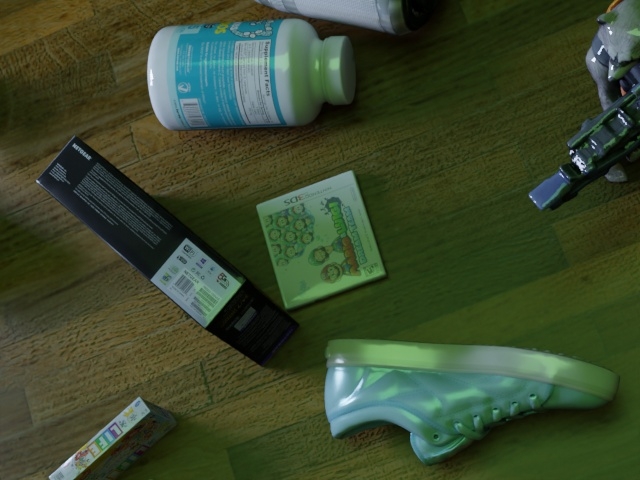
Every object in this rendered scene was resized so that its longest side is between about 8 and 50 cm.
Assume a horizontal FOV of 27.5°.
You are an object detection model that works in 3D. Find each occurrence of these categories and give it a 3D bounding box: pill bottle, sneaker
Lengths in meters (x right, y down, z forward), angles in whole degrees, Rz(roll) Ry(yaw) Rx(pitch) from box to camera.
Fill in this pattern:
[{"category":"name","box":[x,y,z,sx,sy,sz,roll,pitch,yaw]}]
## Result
[{"category":"pill bottle","box":[-0.090,-0.225,1.775,0.264,0.146,0.146,-1,74,14]},{"category":"sneaker","box":[0.178,0.203,1.595,0.366,0.135,0.150,1,81,24]}]

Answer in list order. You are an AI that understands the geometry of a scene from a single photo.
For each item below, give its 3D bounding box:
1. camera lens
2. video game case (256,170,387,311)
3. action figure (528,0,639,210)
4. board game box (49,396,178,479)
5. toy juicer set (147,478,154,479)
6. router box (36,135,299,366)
[{"category":"camera lens","box":[0.033,-0.402,1.757,0.274,0.219,0.219,15,78,18]},{"category":"video game case","box":[0.000,0.000,1.752,0.143,0.019,0.157,-20,70,8]},{"category":"action figure","box":[0.353,-0.181,1.545,0.341,0.330,0.178,-38,70,1]},{"category":"board game box","box":[-0.266,0.271,1.694,0.154,0.103,0.026,-42,68,0]},{"category":"toy juicer set","box":[-0.167,0.471,1.616,0.209,0.089,0.329,7,75,17]},{"category":"router box","box":[-0.190,0.019,1.676,0.309,0.243,0.081,39,86,21]}]
